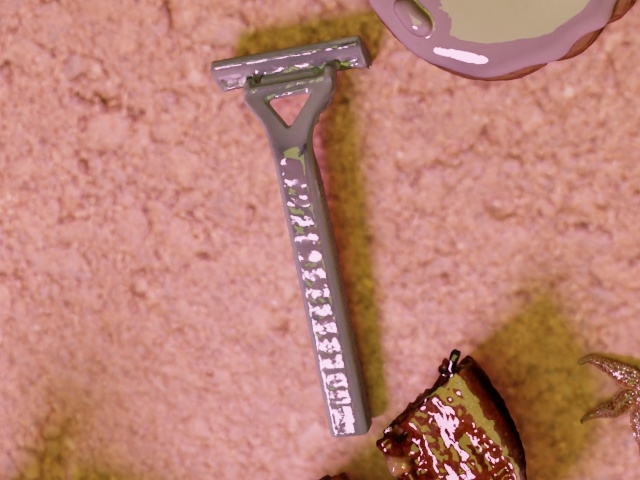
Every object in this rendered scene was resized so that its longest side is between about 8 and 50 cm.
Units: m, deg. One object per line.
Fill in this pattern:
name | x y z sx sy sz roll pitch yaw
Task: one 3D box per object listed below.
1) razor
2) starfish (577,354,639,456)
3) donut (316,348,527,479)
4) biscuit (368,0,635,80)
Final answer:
razor | -0.003 0.003 1.101 0.111 0.056 0.277 -8 95 16
starfish | 0.220 0.101 1.073 0.092 0.016 0.086 34 103 12
donut | 0.064 0.185 1.093 0.217 0.085 0.141 -39 86 18
biscuit | 0.107 -0.205 1.047 0.181 0.049 0.208 -36 88 17
